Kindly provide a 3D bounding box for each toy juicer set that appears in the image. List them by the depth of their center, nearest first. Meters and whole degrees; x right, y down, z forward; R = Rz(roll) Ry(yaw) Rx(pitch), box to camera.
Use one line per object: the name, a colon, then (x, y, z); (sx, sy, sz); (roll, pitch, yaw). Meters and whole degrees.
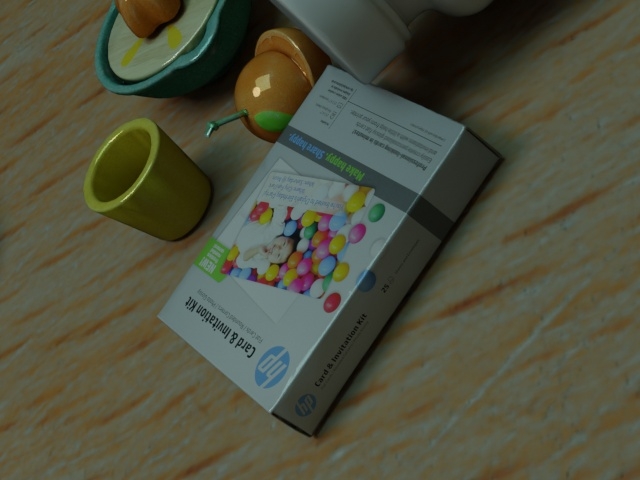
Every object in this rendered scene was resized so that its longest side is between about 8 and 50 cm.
toy juicer set: (-0.073, -0.172, 1.052); (0.209, 0.089, 0.329); (-31, 43, 27)

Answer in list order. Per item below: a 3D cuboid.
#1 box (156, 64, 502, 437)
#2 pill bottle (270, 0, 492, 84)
box: (0.000, 0.000, 0.887); (0.186, 0.038, 0.145); (-56, 37, -1)
pill bottle: (0.077, -0.223, 0.870); (0.272, 0.152, 0.152); (-47, 38, 4)
